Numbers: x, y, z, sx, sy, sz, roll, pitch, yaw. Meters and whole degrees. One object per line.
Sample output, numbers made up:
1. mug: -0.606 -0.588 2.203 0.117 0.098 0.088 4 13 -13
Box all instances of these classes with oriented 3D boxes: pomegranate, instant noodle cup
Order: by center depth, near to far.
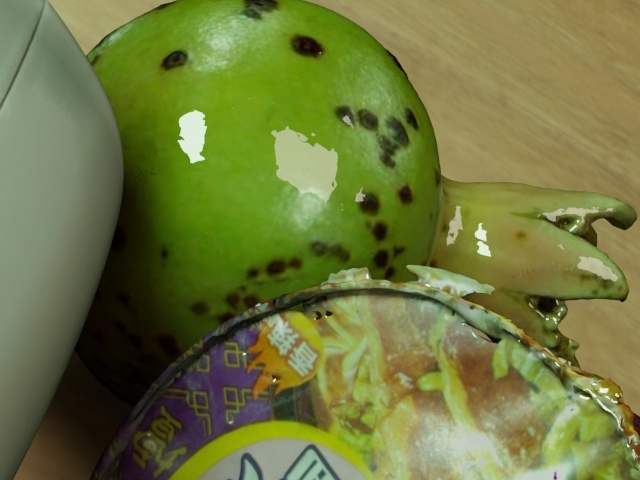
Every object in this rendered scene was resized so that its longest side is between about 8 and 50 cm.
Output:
1. instant noodle cup: 0.085 0.198 0.863 0.266 0.340 0.339 15 48 -50
2. pomegranate: -0.012 0.004 0.987 0.286 0.231 0.231 27 42 -24

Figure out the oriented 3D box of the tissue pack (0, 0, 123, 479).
1. tissue pack: -0.212 0.024 0.751 0.236 0.229 0.333 45 35 -22
